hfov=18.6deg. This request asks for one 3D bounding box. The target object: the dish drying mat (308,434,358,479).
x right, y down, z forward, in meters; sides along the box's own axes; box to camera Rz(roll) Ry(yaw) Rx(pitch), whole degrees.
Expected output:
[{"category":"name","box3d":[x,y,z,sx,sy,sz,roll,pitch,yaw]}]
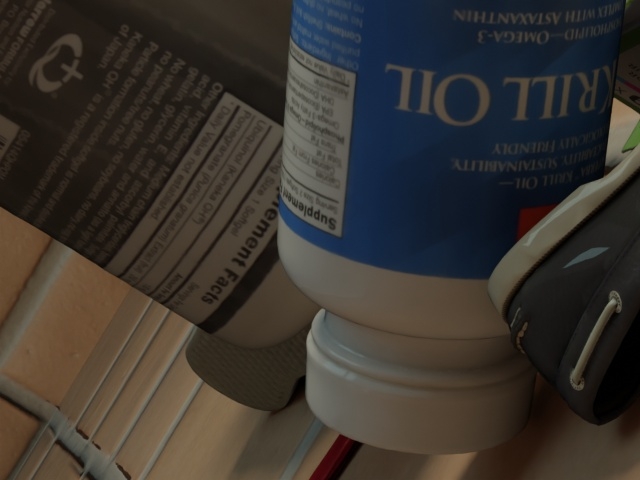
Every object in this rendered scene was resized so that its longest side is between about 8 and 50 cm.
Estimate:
[{"category":"dish drying mat","box3d":[0.016,0.102,1.028,0.083,0.008,0.032,-57,7,12]}]

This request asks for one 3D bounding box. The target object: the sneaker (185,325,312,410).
[{"category":"sneaker","box3d":[-0.001,-0.001,1.201,0.161,0.102,0.282,-58,7,-20]}]

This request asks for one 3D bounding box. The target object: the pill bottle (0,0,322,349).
[{"category":"pill bottle","box3d":[-0.053,-0.058,0.937,0.176,0.318,0.176,-56,9,14]}]

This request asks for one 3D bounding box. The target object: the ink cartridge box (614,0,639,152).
[{"category":"ink cartridge box","box3d":[0.158,-0.108,0.770,0.109,0.062,0.209,-61,8,-12]}]

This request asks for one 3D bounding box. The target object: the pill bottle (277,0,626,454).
[{"category":"pill bottle","box3d":[0.048,-0.038,0.743,0.124,0.124,0.221,-80,-6,-69]}]

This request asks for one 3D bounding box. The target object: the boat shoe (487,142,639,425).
[{"category":"boat shoe","box3d":[0.138,-0.014,0.630,0.206,0.075,0.065,-45,57,36]}]
